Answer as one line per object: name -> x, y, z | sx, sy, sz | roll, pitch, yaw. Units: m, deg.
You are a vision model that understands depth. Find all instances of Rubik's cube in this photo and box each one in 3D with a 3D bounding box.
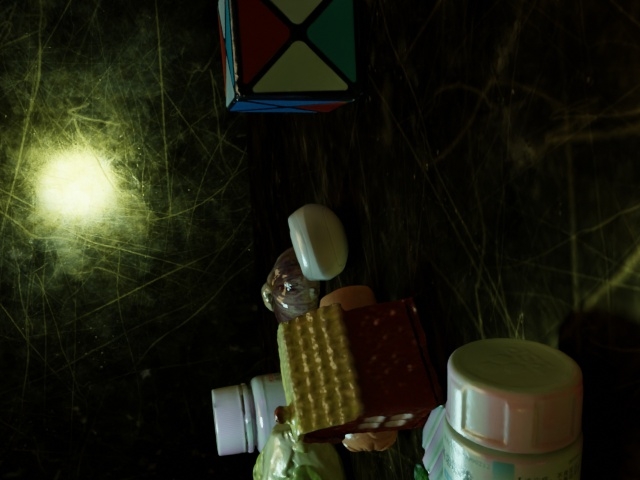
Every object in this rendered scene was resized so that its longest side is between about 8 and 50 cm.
Rubik's cube -> -0.066, -0.386, 1.215 | 0.246, 0.249, 0.249 | -158, 64, -75

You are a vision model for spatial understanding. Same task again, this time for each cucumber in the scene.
cucumber -> 0.178, 0.381, 0.948 | 0.168, 0.039, 0.039 | -147, 53, -72

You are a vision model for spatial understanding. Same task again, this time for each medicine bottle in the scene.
medicine bottle -> -0.181, 0.565, 1.995 | 0.256, 0.325, 0.255 | 174, 90, -79
medicine bottle -> 0.188, 0.195, 0.603 | 0.135, 0.135, 0.168 | -134, 40, -70

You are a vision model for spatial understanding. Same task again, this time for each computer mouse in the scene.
computer mouse -> 0.000, 0.000, 1.395 | 0.297, 0.121, 0.184 | 58, -167, -83

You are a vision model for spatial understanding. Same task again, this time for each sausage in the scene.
sausage -> 0.072, 0.244, 1.169 | 0.121, 0.121, 0.304 | 119, 144, -69

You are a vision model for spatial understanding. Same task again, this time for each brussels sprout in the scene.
brussels sprout -> -0.057, 0.628, 1.640 | 0.273, 0.243, 0.316 | 110, 143, -70

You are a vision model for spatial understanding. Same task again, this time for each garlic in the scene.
garlic -> -0.087, 0.137, 1.749 | 0.245, 0.161, 0.244 | -177, 90, -82

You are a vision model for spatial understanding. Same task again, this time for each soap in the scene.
soap -> 0.183, 0.283, 0.836 | 0.149, 0.056, 0.100 | 97, 160, -46

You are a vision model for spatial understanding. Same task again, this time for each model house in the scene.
model house -> 0.043, 0.211, 0.990 | 0.160, 0.254, 0.195 | 112, 149, -57
